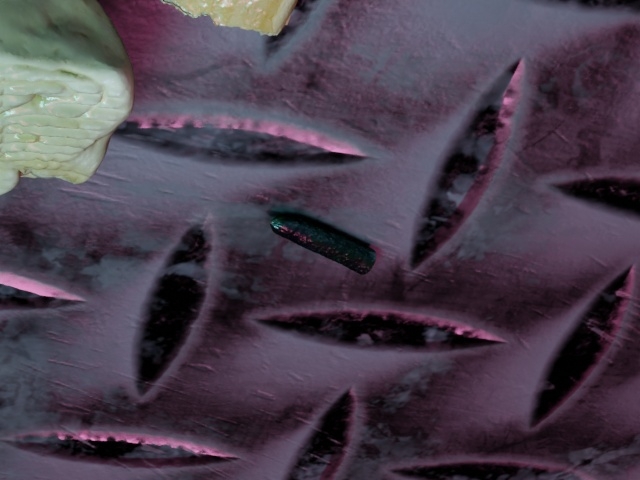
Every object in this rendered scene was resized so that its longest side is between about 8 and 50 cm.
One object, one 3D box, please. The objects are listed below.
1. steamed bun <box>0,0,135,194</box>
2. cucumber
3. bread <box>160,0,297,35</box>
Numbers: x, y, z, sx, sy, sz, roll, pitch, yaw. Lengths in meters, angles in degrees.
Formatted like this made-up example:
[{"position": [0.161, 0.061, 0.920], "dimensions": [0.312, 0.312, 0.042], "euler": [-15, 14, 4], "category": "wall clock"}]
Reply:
[{"position": [-0.323, -0.147, 1.345], "dimensions": [0.276, 0.203, 0.289], "euler": [9, 146, -33], "category": "steamed bun"}, {"position": [0.000, 0.000, 1.680], "dimensions": [0.133, 0.032, 0.032], "euler": [24, 125, -30], "category": "cucumber"}, {"position": [-0.071, -0.245, 1.385], "dimensions": [0.125, 0.082, 0.106], "euler": [19, 118, -16], "category": "bread"}]
